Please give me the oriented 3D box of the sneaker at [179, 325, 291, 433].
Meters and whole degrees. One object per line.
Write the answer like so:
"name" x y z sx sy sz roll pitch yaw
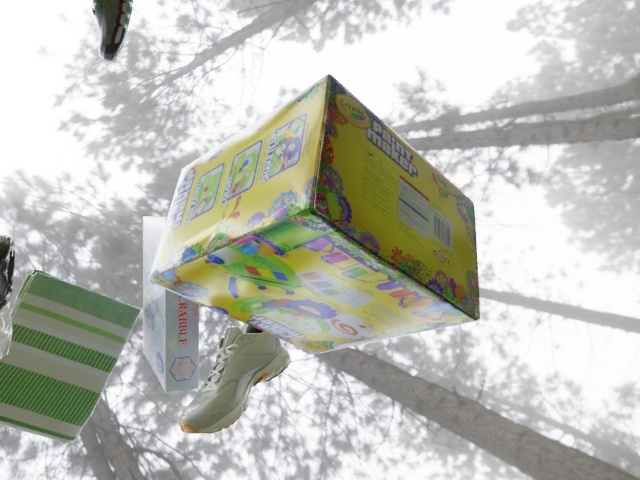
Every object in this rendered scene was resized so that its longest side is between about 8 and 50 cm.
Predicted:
"sneaker" -0.158 0.219 0.933 0.262 0.099 0.121 -40 -63 -53

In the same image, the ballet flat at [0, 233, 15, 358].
"ballet flat" -0.401 0.110 0.579 0.280 0.095 0.096 -42 -56 4

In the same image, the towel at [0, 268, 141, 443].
"towel" -0.577 0.255 1.178 0.248 0.038 0.324 25 -101 -18

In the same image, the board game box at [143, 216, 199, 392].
"board game box" -0.314 0.109 1.115 0.066 0.319 0.317 0 -87 -25

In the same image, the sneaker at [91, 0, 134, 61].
"sneaker" -0.339 -0.392 0.840 0.098 0.083 0.223 11 -97 -25

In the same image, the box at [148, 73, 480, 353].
"box" 0.000 0.000 0.681 0.290 0.279 0.177 32 -129 -37
